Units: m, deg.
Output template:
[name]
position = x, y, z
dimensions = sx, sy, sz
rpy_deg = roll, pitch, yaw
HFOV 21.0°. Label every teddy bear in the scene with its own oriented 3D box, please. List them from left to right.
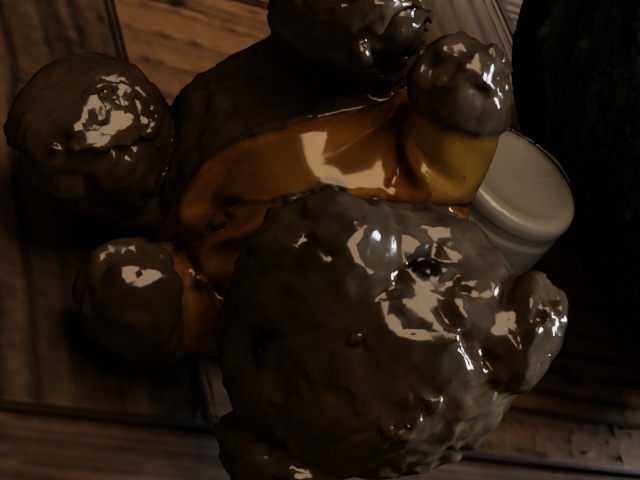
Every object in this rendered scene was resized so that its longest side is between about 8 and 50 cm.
[teddy bear]
position = 0.000, 0.000, 0.614
dimensions = 0.140, 0.177, 0.190
rpy_deg = 52, 11, -53

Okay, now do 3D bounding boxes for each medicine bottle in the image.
[medicine bottle]
position = 0.055, 0.002, 0.694
dimensions = 0.057, 0.089, 0.057
rpy_deg = 22, 41, -20

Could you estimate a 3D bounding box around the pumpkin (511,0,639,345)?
[pumpkin]
position = 0.191, -0.042, 0.746
dimensions = 0.293, 0.197, 0.263
rpy_deg = -112, -178, -66
